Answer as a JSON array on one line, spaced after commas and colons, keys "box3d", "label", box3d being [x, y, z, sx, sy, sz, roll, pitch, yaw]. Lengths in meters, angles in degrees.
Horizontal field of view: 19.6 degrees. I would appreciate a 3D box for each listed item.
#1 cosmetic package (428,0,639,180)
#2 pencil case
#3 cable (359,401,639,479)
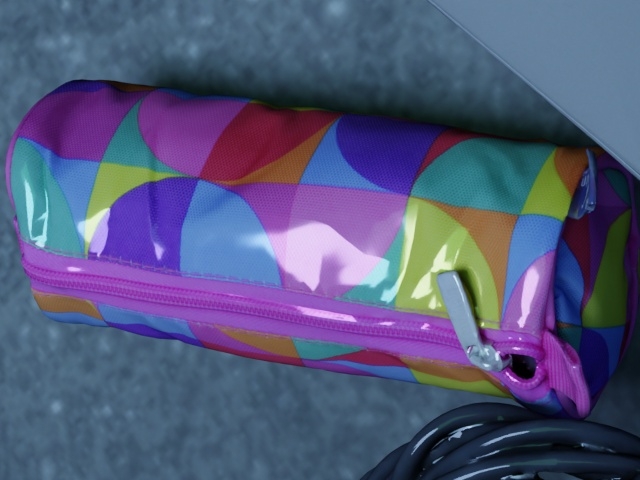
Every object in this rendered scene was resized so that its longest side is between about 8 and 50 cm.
[{"box3d": [0.078, -0.139, 0.604, 0.238, 0.107, 0.127, 42, 129, 12], "label": "cosmetic package"}, {"box3d": [0.000, 0.000, 0.665, 0.236, 0.104, 0.104, 9, 97, 27], "label": "pencil case"}, {"box3d": [0.096, 0.119, 0.622, 0.184, 0.047, 0.150, 15, 144, 17], "label": "cable"}]
